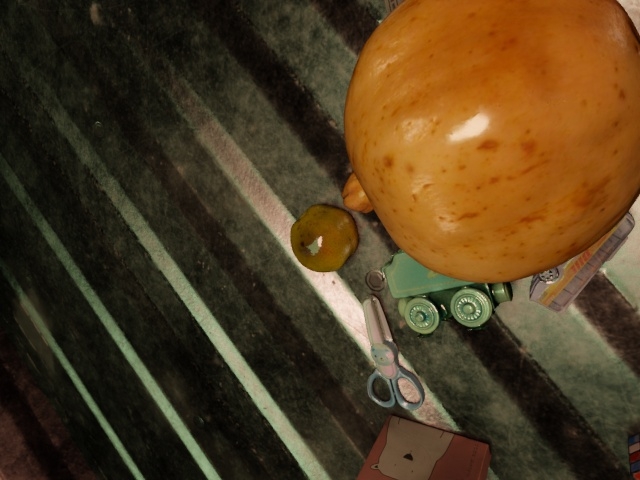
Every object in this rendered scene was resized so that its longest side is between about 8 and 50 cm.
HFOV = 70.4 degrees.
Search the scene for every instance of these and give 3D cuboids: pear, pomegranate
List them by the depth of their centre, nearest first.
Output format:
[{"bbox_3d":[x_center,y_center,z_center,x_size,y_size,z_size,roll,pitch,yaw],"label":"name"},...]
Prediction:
[{"bbox_3d":[0.192,-0.130,0.596,0.409,0.410,0.411,10,109,29],"label":"pomegranate"},{"bbox_3d":[0.000,0.000,0.911,0.140,0.104,0.141,10,113,26],"label":"pear"}]

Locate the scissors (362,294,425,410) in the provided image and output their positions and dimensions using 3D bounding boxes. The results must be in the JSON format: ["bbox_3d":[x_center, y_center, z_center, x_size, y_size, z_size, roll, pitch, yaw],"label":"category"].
[{"bbox_3d":[0.132,0.234,0.939,0.125,0.030,0.256,-9,102,34],"label":"scissors"}]

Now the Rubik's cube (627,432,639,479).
[{"bbox_3d":[0.539,0.342,0.681,0.092,0.092,0.092,48,122,11],"label":"Rubik's cube"}]

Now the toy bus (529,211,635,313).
[{"bbox_3d":[0.393,0.022,0.694,0.075,0.064,0.191,32,119,13],"label":"toy bus"}]

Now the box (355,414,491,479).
[{"bbox_3d":[0.194,0.464,0.862,0.215,0.215,0.086,5,118,30],"label":"box"}]

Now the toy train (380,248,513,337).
[{"bbox_3d":[0.218,0.071,0.793,0.203,0.112,0.163,-18,88,34],"label":"toy train"}]

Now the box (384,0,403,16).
[{"bbox_3d":[0.173,-0.346,0.737,0.115,0.035,0.178,-8,100,33],"label":"box"}]
